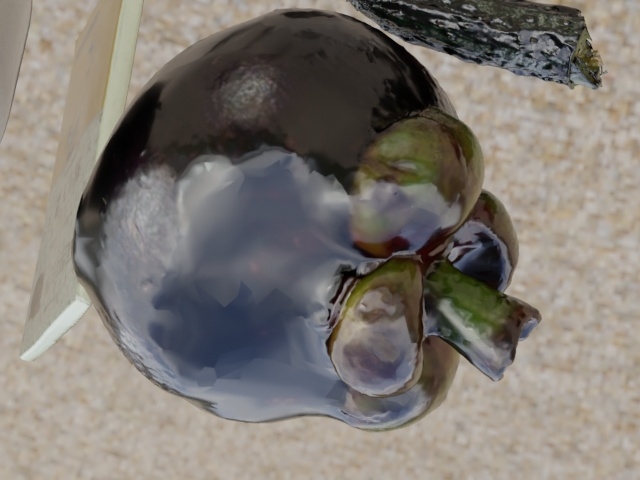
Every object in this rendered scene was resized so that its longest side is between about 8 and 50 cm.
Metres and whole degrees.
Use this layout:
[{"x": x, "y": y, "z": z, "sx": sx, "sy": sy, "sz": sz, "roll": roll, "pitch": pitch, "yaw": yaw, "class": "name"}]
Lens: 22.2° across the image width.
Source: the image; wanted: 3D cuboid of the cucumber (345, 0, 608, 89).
[{"x": 0.098, "y": -0.139, "z": 1.050, "sx": 0.182, "sy": 0.053, "sz": 0.053, "roll": 16, "pitch": 155, "yaw": 14, "class": "cucumber"}]

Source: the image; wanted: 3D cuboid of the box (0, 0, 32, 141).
[{"x": -0.353, "y": -0.177, "z": 1.041, "sx": 0.349, "sy": 0.288, "sz": 0.141, "roll": 28, "pitch": 122, "yaw": -21, "class": "box"}]

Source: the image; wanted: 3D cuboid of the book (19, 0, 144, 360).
[{"x": -0.250, "y": -0.083, "z": 1.718, "sx": 0.032, "sy": 0.388, "sz": 0.269, "roll": 14, "pitch": 158, "yaw": -18, "class": "book"}]

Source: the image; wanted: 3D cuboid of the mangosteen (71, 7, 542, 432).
[{"x": -0.001, "y": -0.002, "z": 1.019, "sx": 0.288, "sy": 0.287, "sz": 0.233, "roll": 15, "pitch": -163, "yaw": 3, "class": "mangosteen"}]
